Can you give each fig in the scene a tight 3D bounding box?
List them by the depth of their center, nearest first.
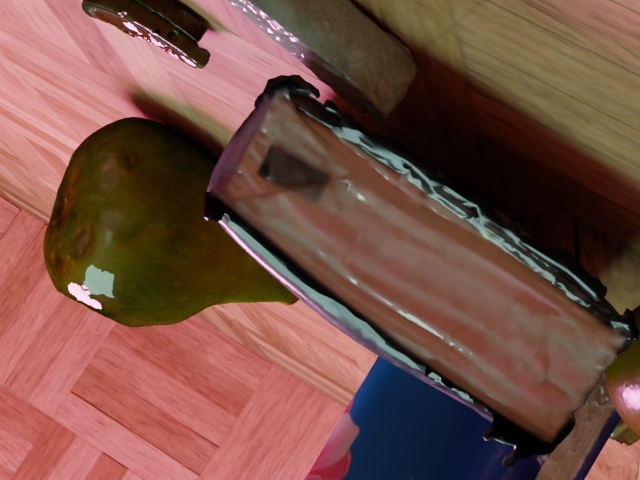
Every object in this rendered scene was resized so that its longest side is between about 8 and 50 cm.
[{"bbox_3d":[-0.130,-0.002,1.525,0.275,0.206,0.206,17,178,-27],"label":"fig"}]

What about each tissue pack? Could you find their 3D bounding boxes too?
[{"bbox_3d":[0.058,0.019,1.023,0.259,0.122,0.361,35,-179,4],"label":"tissue pack"},{"bbox_3d":[0.116,0.190,1.350,0.209,0.270,0.137,26,170,43],"label":"tissue pack"}]

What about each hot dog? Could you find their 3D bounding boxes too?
[{"bbox_3d":[0.274,0.163,1.387,0.034,0.030,0.090,55,-167,24],"label":"hot dog"}]

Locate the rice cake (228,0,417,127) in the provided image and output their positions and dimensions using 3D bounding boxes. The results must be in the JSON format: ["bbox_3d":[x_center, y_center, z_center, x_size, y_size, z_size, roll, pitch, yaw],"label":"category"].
[{"bbox_3d":[-0.042,-0.151,0.848,0.245,0.045,0.042,37,171,-23],"label":"rice cake"}]

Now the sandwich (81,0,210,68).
[{"bbox_3d":[-0.135,-0.165,1.120,0.135,0.029,0.067,25,166,43],"label":"sandwich"}]

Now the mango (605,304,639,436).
[{"bbox_3d":[0.257,0.085,0.922,0.136,0.099,0.227,42,160,-10],"label":"mango"}]
